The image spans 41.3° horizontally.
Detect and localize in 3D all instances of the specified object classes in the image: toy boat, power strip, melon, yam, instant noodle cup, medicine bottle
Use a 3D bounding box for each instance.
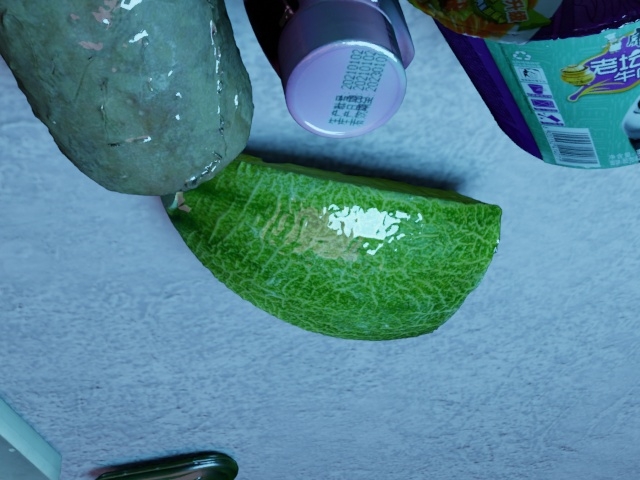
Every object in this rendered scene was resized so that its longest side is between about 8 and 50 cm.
[{"bbox_3d":[-0.223,0.352,1.233,0.210,0.052,0.104,-11,136,1],"label":"toy boat"},{"bbox_3d":[-0.440,0.258,1.093,0.118,0.046,0.270,-12,139,7],"label":"power strip"},{"bbox_3d":[0.000,0.000,0.830,0.323,0.124,0.196,12,127,-24],"label":"melon"},{"bbox_3d":[-0.157,-0.181,0.570,0.168,0.168,0.304,-13,139,4],"label":"yam"},{"bbox_3d":[0.190,-0.178,0.590,0.251,0.251,0.190,-21,145,13],"label":"instant noodle cup"},{"bbox_3d":[0.005,-0.163,0.598,0.094,0.188,0.119,-24,136,16],"label":"medicine bottle"}]
